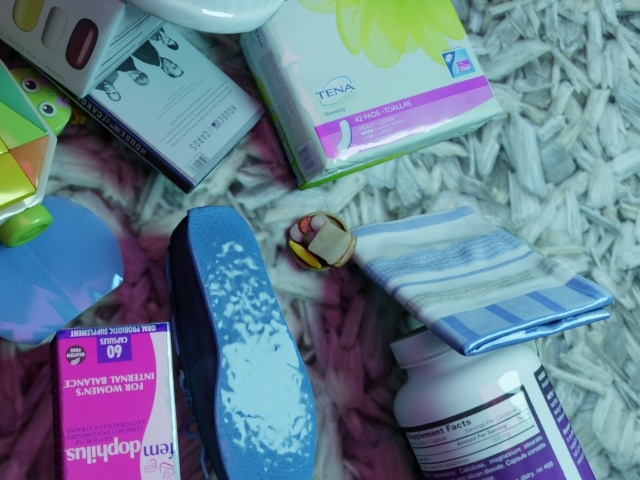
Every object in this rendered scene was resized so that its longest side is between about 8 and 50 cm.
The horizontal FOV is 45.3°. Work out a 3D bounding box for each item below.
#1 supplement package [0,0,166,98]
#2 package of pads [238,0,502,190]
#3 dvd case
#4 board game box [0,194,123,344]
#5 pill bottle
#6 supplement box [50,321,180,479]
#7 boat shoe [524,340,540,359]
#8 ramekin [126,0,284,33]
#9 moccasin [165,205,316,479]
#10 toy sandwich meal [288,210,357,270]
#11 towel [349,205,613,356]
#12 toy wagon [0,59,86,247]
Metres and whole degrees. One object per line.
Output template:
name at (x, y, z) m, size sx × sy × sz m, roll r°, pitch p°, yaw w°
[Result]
supplement package at (-0.284, -0.322, 0.806) m, size 0.262 × 0.145 × 0.204 m, roll 37°, pitch 45°, yaw -9°
package of pads at (0.065, -0.220, 1.002) m, size 0.297 × 0.101 × 0.229 m, roll -21°, pitch 84°, yaw -26°
dvd case at (-0.197, -0.183, 0.897) m, size 0.239 × 0.029 × 0.179 m, roll 41°, pitch 45°, yaw -7°
board game box at (-0.302, 0.032, 0.826) m, size 0.133 × 0.033 × 0.169 m, roll 48°, pitch 59°, yaw 3°
pill bottle at (0.201, 0.242, 0.882) m, size 0.181 × 0.181 × 0.323 m, roll -21°, pitch 83°, yaw -25°
supplement box at (-0.208, 0.200, 0.771) m, size 0.111 × 0.114 × 0.220 m, roll -2°, pitch 78°, yaw -23°
boat shoe at (0.269, 0.190, 1.002) m, size 0.042 × 0.049 × 0.133 m, roll 30°, pitch 56°, yaw -42°
ramekin at (-0.124, -0.348, 0.749) m, size 0.273 × 0.127 × 0.272 m, roll 20°, pitch 50°, yaw -25°
moccasin at (-0.091, 0.133, 0.839) m, size 0.138 × 0.117 × 0.342 m, roll 1°, pitch 70°, yaw -34°
toy sandwich meal at (0.000, 0.000, 0.936) m, size 0.086 × 0.029 × 0.085 m, roll -3°, pitch 74°, yaw 9°
towel at (0.170, 0.034, 0.900) m, size 0.209 × 0.285 × 0.034 m, roll -11°, pitch 118°, yaw -22°
toy wagon at (-0.379, -0.108, 0.763) m, size 0.344 × 0.068 × 0.267 m, roll -35°, pitch 90°, yaw -42°
